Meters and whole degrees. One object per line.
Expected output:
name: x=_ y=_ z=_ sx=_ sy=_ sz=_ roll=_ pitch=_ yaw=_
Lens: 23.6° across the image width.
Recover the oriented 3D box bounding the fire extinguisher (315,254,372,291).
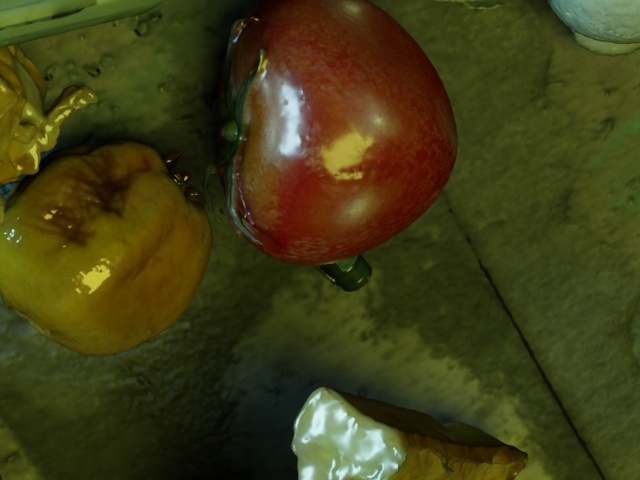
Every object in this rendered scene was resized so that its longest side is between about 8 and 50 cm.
fire extinguisher: x=0.000 y=0.000 z=1.018 sx=0.038 sy=0.025 sz=0.083 roll=-27 pitch=124 yaw=16

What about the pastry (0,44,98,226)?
pastry: x=-0.248 y=-0.075 z=0.797 sx=0.250 sy=0.154 sz=0.102 roll=17 pitch=131 yaw=-28

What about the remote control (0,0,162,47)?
remote control: x=-0.228 y=-0.148 z=0.735 sx=0.344 sy=0.050 sz=0.145 roll=-22 pitch=85 yaw=-38

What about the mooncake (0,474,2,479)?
mooncake: x=-0.261 y=0.143 z=0.936 sx=0.130 sy=0.073 sz=0.125 roll=-17 pitch=117 yaw=-19

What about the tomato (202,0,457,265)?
tomato: x=0.009 y=-0.063 z=0.917 sx=0.167 sy=0.167 sz=0.167 roll=-10 pitch=116 yaw=-20

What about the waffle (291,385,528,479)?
waffle: x=-0.014 y=0.256 z=1.023 sx=0.348 sy=0.077 sz=0.304 roll=-53 pitch=157 yaw=5

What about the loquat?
loquat: x=-0.129 y=0.001 z=0.910 sx=0.137 sy=0.113 sz=0.137 roll=-5 pitch=102 yaw=-26

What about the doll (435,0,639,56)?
doll: x=0.139 y=-0.231 z=0.937 sx=0.278 sy=0.175 sz=0.149 roll=24 pitch=63 yaw=-23
